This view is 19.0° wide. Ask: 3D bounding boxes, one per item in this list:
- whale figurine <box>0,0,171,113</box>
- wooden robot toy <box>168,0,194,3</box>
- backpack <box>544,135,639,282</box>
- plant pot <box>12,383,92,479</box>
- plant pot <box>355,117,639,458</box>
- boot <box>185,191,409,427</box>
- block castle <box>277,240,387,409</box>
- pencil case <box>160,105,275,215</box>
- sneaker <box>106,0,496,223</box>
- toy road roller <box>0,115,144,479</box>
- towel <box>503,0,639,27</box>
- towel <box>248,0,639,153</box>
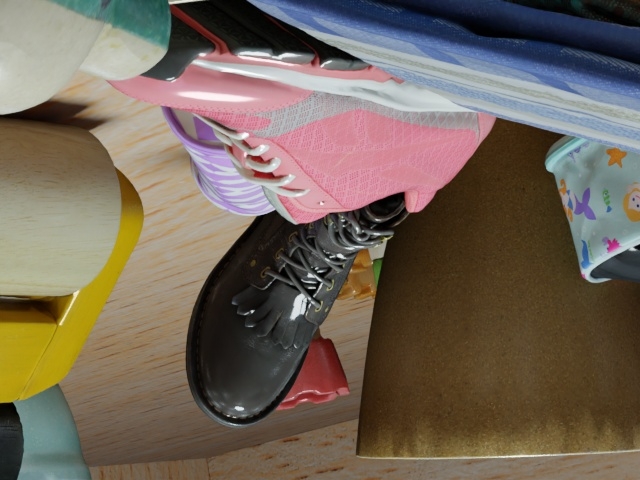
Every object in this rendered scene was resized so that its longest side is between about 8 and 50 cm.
[{"bbox_3d":[-0.142,-0.140,0.696,0.216,0.141,0.272,27,-173,-2],"label":"whale figurine"},{"bbox_3d":[-0.062,-0.150,0.915,0.173,0.076,0.079,-8,-156,-14],"label":"wooden robot toy"},{"bbox_3d":[0.283,-0.061,1.289,0.253,0.191,0.225,-11,169,-37],"label":"backpack"},{"bbox_3d":[-0.372,0.157,1.774,0.293,0.196,0.293,-10,170,-2],"label":"plant pot"},{"bbox_3d":[0.140,0.030,1.406,0.237,0.254,0.237,-2,176,0],"label":"plant pot"},{"bbox_3d":[0.000,0.000,1.310,0.091,0.263,0.229,27,166,-10],"label":"boot"},{"bbox_3d":[0.182,0.057,1.742,0.453,0.213,0.303,-21,165,41],"label":"block castle"},{"bbox_3d":[-0.055,-0.072,1.209,0.088,0.086,0.206,24,169,8],"label":"pencil case"},{"bbox_3d":[-0.008,-0.065,1.044,0.314,0.116,0.136,2,121,-46],"label":"sneaker"},{"bbox_3d":[-0.302,0.023,1.295,0.202,0.240,0.329,4,125,-51],"label":"toy road roller"},{"bbox_3d":[0.227,-0.080,0.993,0.370,0.040,0.271,15,-179,-22],"label":"towel"},{"bbox_3d":[0.106,-0.075,0.864,0.209,0.034,0.285,16,-179,25],"label":"towel"}]
